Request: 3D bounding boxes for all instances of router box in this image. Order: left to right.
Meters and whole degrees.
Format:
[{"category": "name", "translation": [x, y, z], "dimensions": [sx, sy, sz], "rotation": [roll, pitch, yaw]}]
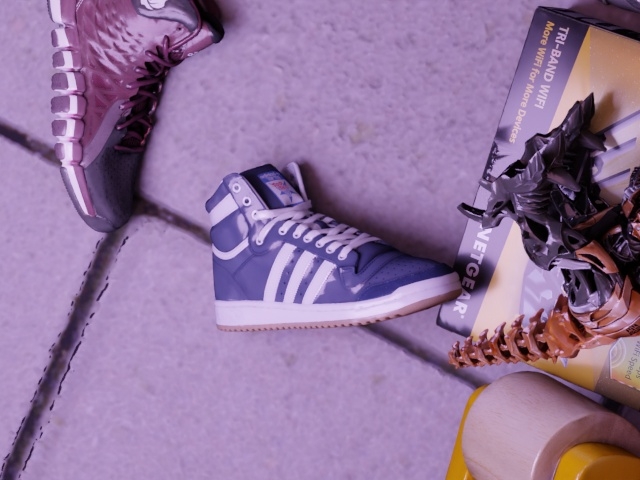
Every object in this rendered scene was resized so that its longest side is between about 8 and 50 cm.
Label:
[{"category": "router box", "translation": [0.264, -0.025, 1.705], "dimensions": [0.243, 0.081, 0.309], "rotation": [22, 104, 24]}]

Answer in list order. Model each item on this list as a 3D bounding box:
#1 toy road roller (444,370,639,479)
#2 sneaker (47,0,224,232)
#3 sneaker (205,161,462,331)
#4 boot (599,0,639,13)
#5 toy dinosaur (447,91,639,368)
[{"category": "toy road roller", "translation": [0.236, 0.294, 1.695], "dimensions": [0.240, 0.202, 0.329], "rotation": [7, 100, -25]}, {"category": "sneaker", "translation": [-0.167, -0.151, 1.834], "dimensions": [0.162, 0.106, 0.281], "rotation": [-4, 96, 15]}, {"category": "sneaker", "translation": [0.000, 0.000, 1.772], "dimensions": [0.282, 0.099, 0.153], "rotation": [-6, 94, 42]}, {"category": "boot", "translation": [0.331, -0.213, 1.633], "dimensions": [0.208, 0.189, 0.076], "rotation": [32, 82, 18]}, {"category": "toy dinosaur", "translation": [0.236, 0.010, 1.601], "dimensions": [0.322, 0.164, 0.218], "rotation": [-38, 94, 3]}]
